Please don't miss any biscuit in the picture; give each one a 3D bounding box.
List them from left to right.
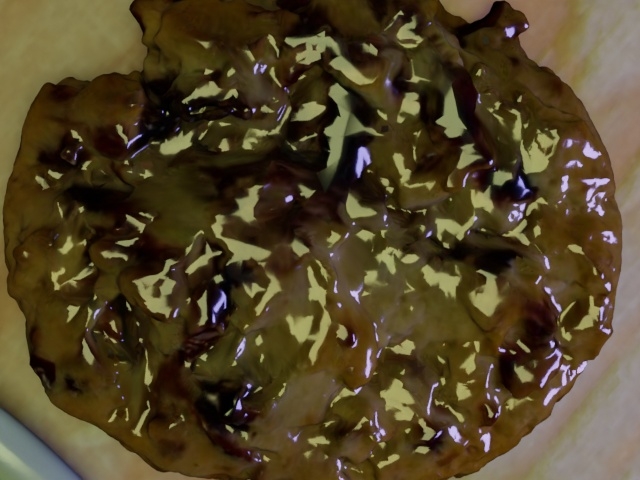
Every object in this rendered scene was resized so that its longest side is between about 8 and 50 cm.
[{"bbox_3d":[0.000,-0.004,0.823,0.334,0.081,0.289,-1,94,-7],"label":"biscuit"}]

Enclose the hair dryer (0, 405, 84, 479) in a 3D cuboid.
[{"bbox_3d":[-0.193,0.144,0.830,0.237,0.075,0.206,33,97,-14],"label":"hair dryer"}]
